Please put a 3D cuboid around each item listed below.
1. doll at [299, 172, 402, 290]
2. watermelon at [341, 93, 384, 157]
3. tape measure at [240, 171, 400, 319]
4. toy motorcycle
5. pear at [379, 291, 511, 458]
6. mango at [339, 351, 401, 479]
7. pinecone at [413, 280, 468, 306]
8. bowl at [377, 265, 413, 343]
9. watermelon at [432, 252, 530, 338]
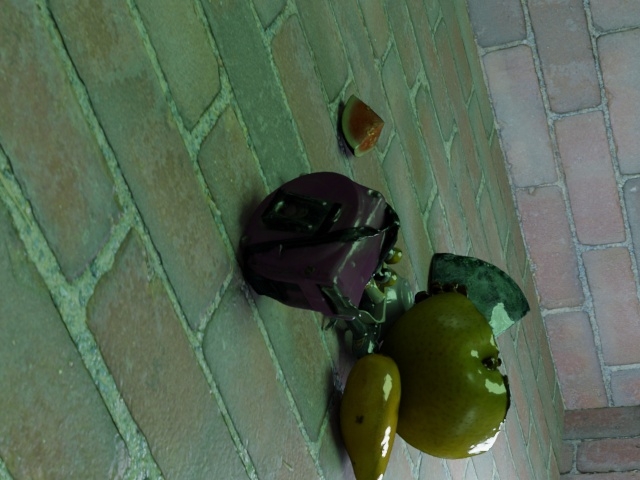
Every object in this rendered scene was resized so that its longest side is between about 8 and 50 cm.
[{"bbox_3d":[0.040,-0.006,1.901,0.316,0.103,0.145,28,90,-40],"label":"doll"},{"bbox_3d":[0.092,-0.250,2.190,0.125,0.094,0.135,-13,91,-61],"label":"watermelon"},{"bbox_3d":[0.000,0.000,1.659,0.231,0.245,0.149,-64,142,-30],"label":"tape measure"},{"bbox_3d":[0.075,0.110,2.033,0.157,0.091,0.263,43,41,-47],"label":"toy motorcycle"},{"bbox_3d":[0.214,0.283,2.093,0.386,0.191,0.340,131,-48,-66],"label":"pear"},{"bbox_3d":[0.092,0.340,1.958,0.157,0.109,0.262,-30,130,-74],"label":"mango"},{"bbox_3d":[0.289,0.186,2.457,0.195,0.150,0.179,-11,93,-68],"label":"pinecone"},{"bbox_3d":[0.151,0.129,2.215,0.189,0.086,0.189,-7,90,-68],"label":"bowl"},{"bbox_3d":[0.410,0.180,2.724,0.214,0.289,0.320,103,-17,-52],"label":"watermelon"}]
